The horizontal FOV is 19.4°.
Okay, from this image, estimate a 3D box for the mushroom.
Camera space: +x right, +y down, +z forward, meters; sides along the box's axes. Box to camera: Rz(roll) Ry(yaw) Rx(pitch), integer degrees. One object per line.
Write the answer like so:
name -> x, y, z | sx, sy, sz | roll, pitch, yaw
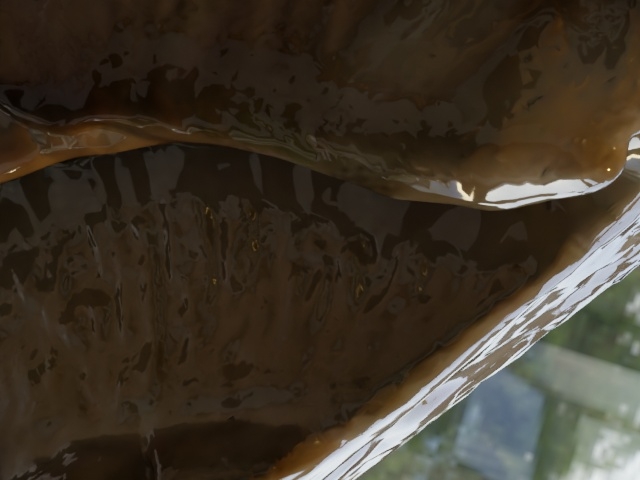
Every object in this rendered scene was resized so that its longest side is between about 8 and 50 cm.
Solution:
mushroom -> -0.020, -0.048, 0.802 | 0.397, 0.313, 0.224 | -38, 170, 25
